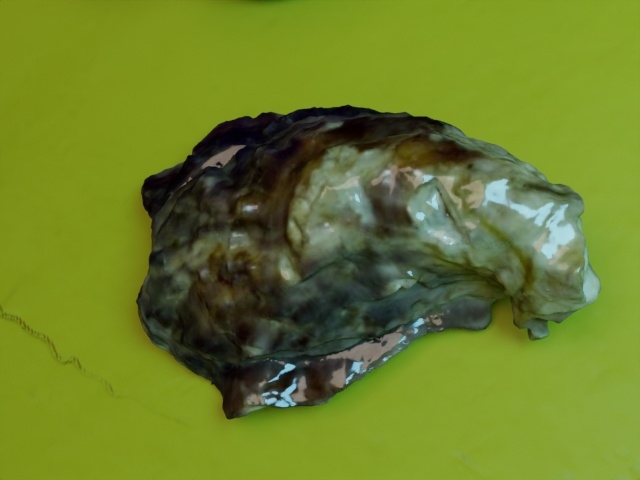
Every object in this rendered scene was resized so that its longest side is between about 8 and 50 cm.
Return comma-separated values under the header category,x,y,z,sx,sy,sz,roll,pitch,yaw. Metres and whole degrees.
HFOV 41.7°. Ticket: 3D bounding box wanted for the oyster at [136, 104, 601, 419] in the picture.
category,x,y,z,sx,sy,sz,roll,pitch,yaw
oyster,-0.006,-0.002,0.518,0.271,0.100,0.275,-45,66,19
